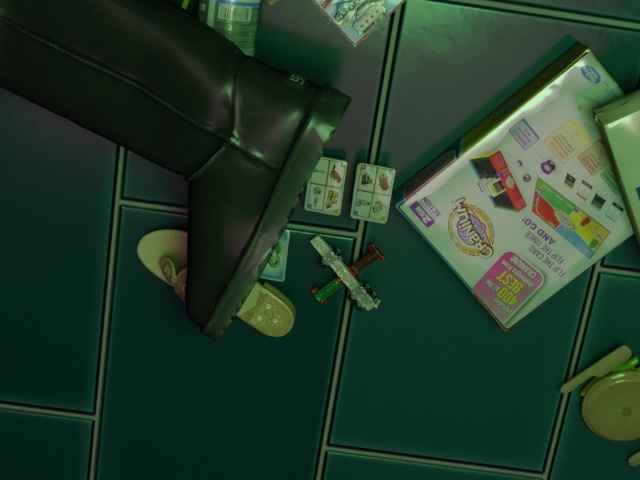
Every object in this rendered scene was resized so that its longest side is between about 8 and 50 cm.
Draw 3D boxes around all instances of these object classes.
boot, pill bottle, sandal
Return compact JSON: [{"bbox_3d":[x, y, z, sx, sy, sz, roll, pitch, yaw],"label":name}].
[{"bbox_3d":[-0.236,-0.125,1.321,0.445,0.146,0.367,27,112,-2],"label":"boot"},{"bbox_3d":[-0.120,-0.247,1.363,0.078,0.078,0.137,9,109,-3],"label":"pill bottle"},{"bbox_3d":[-0.145,0.065,1.454,0.240,0.079,0.088,29,114,-3],"label":"sandal"}]

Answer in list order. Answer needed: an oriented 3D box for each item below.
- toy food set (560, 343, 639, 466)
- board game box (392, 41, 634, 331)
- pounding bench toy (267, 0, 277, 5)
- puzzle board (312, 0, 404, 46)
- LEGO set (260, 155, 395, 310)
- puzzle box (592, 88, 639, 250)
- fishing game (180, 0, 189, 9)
[{"bbox_3d":[0.440,0.232,1.556,0.132,0.038,0.192,-36,111,19],"label":"toy food set"},{"bbox_3d":[0.292,-0.067,1.433,0.316,0.064,0.242,-39,105,12],"label":"board game box"},{"bbox_3d":[-0.064,-0.345,1.346,0.052,0.083,0.065,-31,138,12],"label":"pounding bench toy"},{"bbox_3d":[0.058,-0.323,1.372,0.128,0.011,0.096,-41,104,13],"label":"puzzle board"},{"bbox_3d":[0.000,0.000,1.478,0.182,0.060,0.244,10,108,9],"label":"LEGO set"},{"bbox_3d":[0.565,-0.126,1.329,0.409,0.052,0.272,-22,122,9],"label":"puzzle box"},{"bbox_3d":[-0.271,-0.363,1.326,0.264,0.041,0.189,33,108,-1],"label":"fishing game"}]
